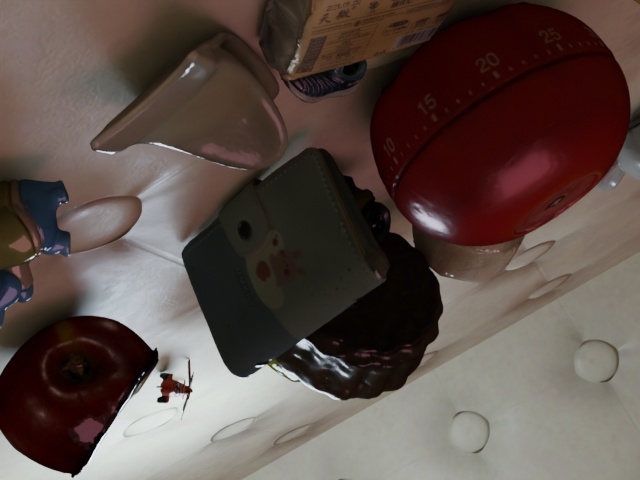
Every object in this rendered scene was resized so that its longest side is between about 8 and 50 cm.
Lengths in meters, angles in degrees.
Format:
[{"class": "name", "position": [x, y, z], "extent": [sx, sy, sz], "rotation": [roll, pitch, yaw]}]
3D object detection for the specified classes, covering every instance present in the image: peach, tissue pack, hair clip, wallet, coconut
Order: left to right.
[{"class": "peach", "position": [-0.429, 0.246, 1.641], "extent": [0.257, 0.201, 0.362], "rotation": [-58, -172, -23]}, {"class": "hair clip", "position": [-0.134, -0.165, 1.164], "extent": [0.172, 0.113, 0.282], "rotation": [-37, 152, 23]}, {"class": "wallet", "position": [-0.069, 0.032, 1.488], "extent": [0.360, 0.252, 0.083], "rotation": [-39, 161, 35]}, {"class": "tissue pack", "position": [0.048, -0.279, 1.125], "extent": [0.222, 0.090, 0.186], "rotation": [-19, 160, -20]}, {"class": "coconut", "position": [0.275, -0.027, 1.852], "extent": [0.224, 0.224, 0.234], "rotation": [-21, 165, -18]}]

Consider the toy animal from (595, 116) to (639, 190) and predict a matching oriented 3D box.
[{"class": "toy animal", "position": [0.727, -0.215, 2.062], "extent": [0.208, 0.154, 0.325], "rotation": [-40, -170, -32]}]

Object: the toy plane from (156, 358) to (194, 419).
[{"class": "toy plane", "position": [-0.317, 0.315, 2.130], "extent": [0.077, 0.126, 0.194], "rotation": [8, -170, -7]}]

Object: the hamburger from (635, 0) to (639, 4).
[{"class": "hamburger", "position": [0.370, -0.381, 0.862], "extent": [0.396, 0.395, 0.277], "rotation": [-37, 159, 22]}]

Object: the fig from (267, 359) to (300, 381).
[{"class": "fig", "position": [-0.053, 0.215, 2.163], "extent": [0.142, 0.186, 0.148], "rotation": [15, 157, 14]}]

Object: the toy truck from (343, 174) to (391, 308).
[{"class": "toy truck", "position": [0.000, 0.000, 1.571], "extent": [0.147, 0.224, 0.165], "rotation": [12, 170, 35]}]

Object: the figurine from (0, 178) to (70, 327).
[{"class": "figurine", "position": [-0.418, 0.027, 1.187], "extent": [0.262, 0.154, 0.180], "rotation": [-20, 148, -9]}]

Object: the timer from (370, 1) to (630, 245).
[{"class": "timer", "position": [0.266, -0.158, 1.425], "extent": [0.378, 0.279, 0.378], "rotation": [-27, 160, -10]}]

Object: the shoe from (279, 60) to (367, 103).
[{"class": "shoe", "position": [0.006, -0.220, 1.251], "extent": [0.143, 0.064, 0.071], "rotation": [-12, 156, -42]}]

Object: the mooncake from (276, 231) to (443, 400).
[{"class": "mooncake", "position": [0.063, 0.120, 1.787], "extent": [0.324, 0.324, 0.187], "rotation": [-18, 152, -25]}]
